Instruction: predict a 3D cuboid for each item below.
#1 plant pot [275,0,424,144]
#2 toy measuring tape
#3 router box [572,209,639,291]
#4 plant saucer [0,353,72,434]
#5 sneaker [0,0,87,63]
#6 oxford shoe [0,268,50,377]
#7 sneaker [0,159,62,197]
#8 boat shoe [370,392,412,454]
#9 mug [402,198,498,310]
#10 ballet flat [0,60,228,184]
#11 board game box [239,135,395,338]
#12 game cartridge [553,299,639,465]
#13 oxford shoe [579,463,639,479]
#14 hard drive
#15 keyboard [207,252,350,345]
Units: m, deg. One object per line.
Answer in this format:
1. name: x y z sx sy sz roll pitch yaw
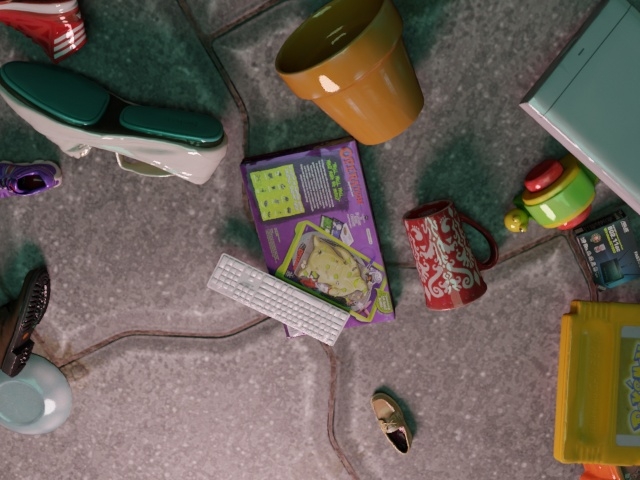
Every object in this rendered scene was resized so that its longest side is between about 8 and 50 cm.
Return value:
1. plant pot: 0.064 -0.261 1.329 0.205 0.205 0.188 -31 122 15
2. toy measuring tape: 0.447 -0.112 1.392 0.330 0.121 0.121 -36 105 16
3. router box: 0.510 0.019 1.479 0.092 0.038 0.122 -24 108 12
4. plant saucer: -0.593 0.314 1.670 0.195 0.037 0.194 1 112 3
5. sneaker: -0.485 -0.348 1.379 0.221 0.087 0.128 11 133 21
6. oxford shoe: -0.578 0.144 1.581 0.096 0.083 0.227 29 105 7
7. sneaker: -0.545 -0.106 1.484 0.170 0.071 0.068 -9 110 8
8. boat shoe: 0.141 0.356 1.631 0.050 0.045 0.135 -30 106 14
9. mug: 0.223 0.015 1.478 0.113 0.150 0.169 -6 111 45
10. ballet flat: -0.358 -0.182 1.422 0.400 0.139 0.139 16 111 -3
11. board game box: 0.000 0.000 1.503 0.208 0.056 0.346 -9 111 12
12. game cartridge: 0.576 0.254 1.478 0.324 0.053 0.285 4 88 -10
13. oxford shoe: 0.553 0.364 1.589 0.133 0.130 0.363 -19 105 -24
14. hard drive: 0.520 -0.190 1.344 0.353 0.047 0.233 40 85 -9
15. keyboard: -0.075 0.107 1.519 0.256 0.014 0.072 26 111 -7
